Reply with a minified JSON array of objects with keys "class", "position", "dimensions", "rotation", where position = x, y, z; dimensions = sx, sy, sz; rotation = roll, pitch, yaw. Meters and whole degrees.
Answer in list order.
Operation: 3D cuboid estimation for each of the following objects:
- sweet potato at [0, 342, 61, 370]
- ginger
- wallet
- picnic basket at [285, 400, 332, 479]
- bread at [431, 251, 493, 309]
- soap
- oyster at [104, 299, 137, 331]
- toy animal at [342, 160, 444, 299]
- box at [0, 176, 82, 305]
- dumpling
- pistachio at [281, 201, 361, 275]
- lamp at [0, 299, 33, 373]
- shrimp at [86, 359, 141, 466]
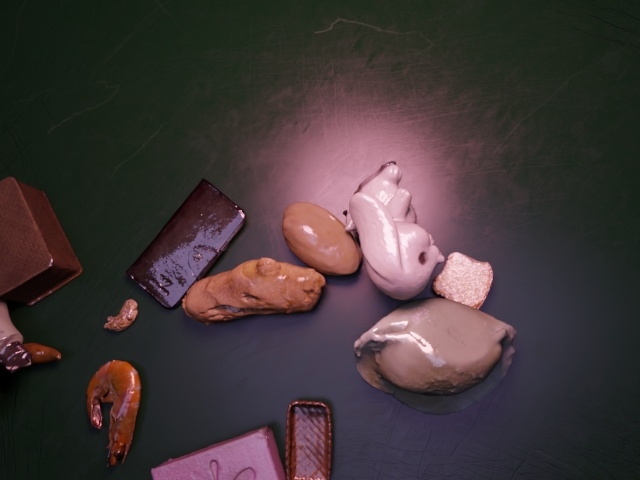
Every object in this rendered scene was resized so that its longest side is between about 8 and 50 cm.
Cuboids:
[{"class":"sweet potato","position":[-0.777,0.294,1.437],"dimensions":[0.273,0.067,0.067],"rotation":[-4,80,7]},{"class":"ginger","position":[-0.163,0.121,1.354],"dimensions":[0.353,0.190,0.126],"rotation":[-14,51,13]},{"class":"wallet","position":[-0.337,0.012,1.442],"dimensions":[0.172,0.045,0.318],"rotation":[39,88,12]},{"class":"picnic basket","position":[-0.026,0.470,1.325],"dimensions":[0.110,0.055,0.194],"rotation":[0,81,8]},{"class":"bread","position":[0.339,0.097,1.354],"dimensions":[0.126,0.044,0.129],"rotation":[28,87,17]},{"class":"soap","position":[-0.203,0.609,1.300],"dimensions":[0.285,0.107,0.296],"rotation":[-21,80,0]},{"class":"oyster","position":[-0.505,0.187,1.435],"dimensions":[0.080,0.038,0.083],"rotation":[6,83,9]},{"class":"toy animal","position":[0.149,-0.015,1.262],"dimensions":[0.174,0.289,0.249],"rotation":[-25,115,9]},{"class":"box","position":[-0.763,0.006,1.442],"dimensions":[0.184,0.143,0.273],"rotation":[-31,78,1]},{"class":"dumpling","position":[0.248,0.256,1.253],"dimensions":[0.320,0.212,0.270],"rotation":[18,86,20]},{"class":"pistachio","position":[0.000,0.000,1.362],"dimensions":[0.226,0.136,0.136],"rotation":[37,86,8]},{"class":"lamp","position":[-0.841,0.211,1.381],"dimensions":[0.182,0.182,0.314],"rotation":[-38,66,-1]},{"class":"shrimp","position":[-0.505,0.417,1.388],"dimensions":[0.150,0.068,0.249],"rotation":[-9,74,18]}]
